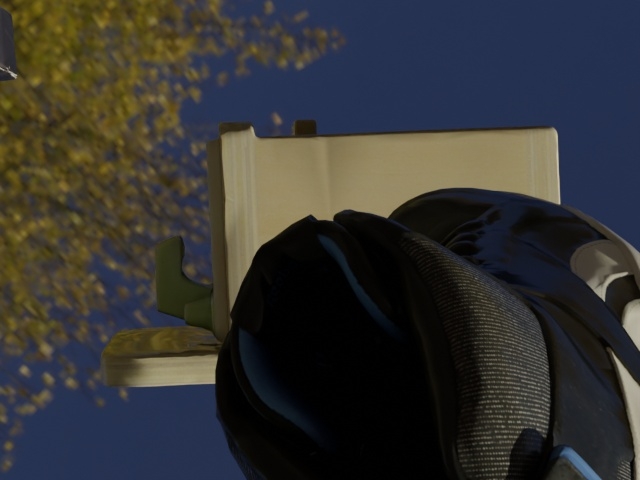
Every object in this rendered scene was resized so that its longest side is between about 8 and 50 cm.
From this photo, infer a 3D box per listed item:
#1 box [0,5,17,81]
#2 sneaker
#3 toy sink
[{"bbox_3d":[-0.198,-0.067,0.564,0.162,0.116,0.029,-8,-98,9],"label":"box"},{"bbox_3d":[0.027,0.019,0.391,0.079,0.121,0.217,-46,-152,11],"label":"sneaker"},{"bbox_3d":[0.000,0.000,0.902,0.234,0.153,0.131,-3,-88,-3],"label":"toy sink"}]
